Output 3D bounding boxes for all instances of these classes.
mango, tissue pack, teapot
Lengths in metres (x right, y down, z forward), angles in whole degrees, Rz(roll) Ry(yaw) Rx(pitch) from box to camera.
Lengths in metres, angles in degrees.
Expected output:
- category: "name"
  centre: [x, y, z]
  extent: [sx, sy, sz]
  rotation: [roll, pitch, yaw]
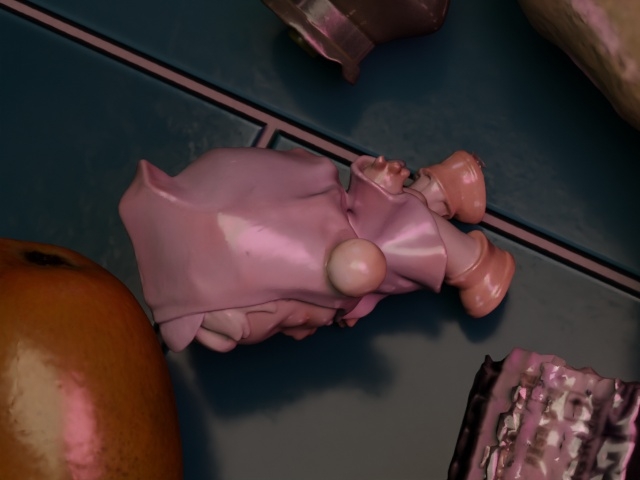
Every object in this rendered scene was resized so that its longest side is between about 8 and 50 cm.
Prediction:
- category: "mango"
  centre: [-0.183, 0.154, 1.080]
  extent: [0.211, 0.173, 0.317]
  rotation: [-10, 85, 44]
- category: "tissue pack"
  centre: [0.139, 0.242, 0.982]
  extent: [0.123, 0.245, 0.332]
  rotation: [14, 81, 31]
- category: "teapot"
  centre: [0.018, -0.192, 1.217]
  extent: [0.119, 0.130, 0.166]
  rotation: [-47, 43, 5]

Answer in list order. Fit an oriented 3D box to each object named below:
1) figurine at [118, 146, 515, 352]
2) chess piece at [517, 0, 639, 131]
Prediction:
- category: "figurine"
  centre: [-0.001, 0.000, 1.123]
  extent: [0.276, 0.200, 0.133]
  rotation: [-6, 89, -27]
- category: "chess piece"
  centre: [0.276, -0.083, 1.085]
  extent: [0.234, 0.234, 0.442]
  rotation: [-17, 67, -2]
